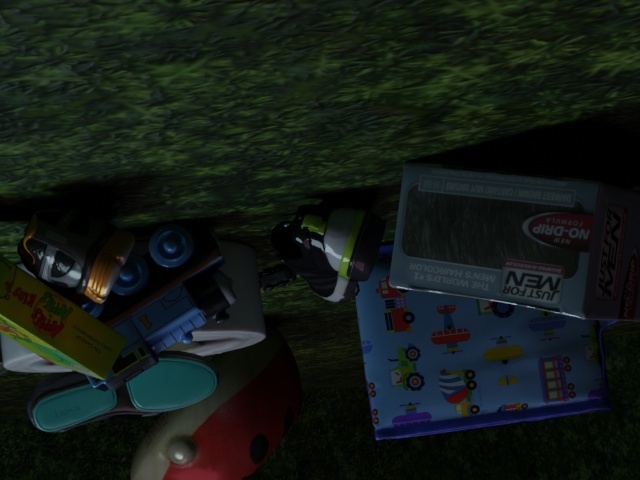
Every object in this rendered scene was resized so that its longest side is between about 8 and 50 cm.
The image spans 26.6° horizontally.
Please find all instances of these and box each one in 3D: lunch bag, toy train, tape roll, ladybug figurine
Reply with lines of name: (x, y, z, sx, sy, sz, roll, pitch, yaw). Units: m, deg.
lunch bag: (0.197, 0.102, 1.564, 0.293, 0.221, 0.138, -9, 171, 8)
toy train: (-0.088, 0.056, 1.659, 0.158, 0.027, 0.036, -17, 177, 42)
toy train: (-0.164, 0.061, 1.283, 0.184, 0.105, 0.080, -32, 174, -6)
tape roll: (-0.203, 0.075, 1.464, 0.286, 0.100, 0.286, -8, 170, -1)
ladybug figurine: (-0.145, 0.285, 2.106, 0.305, 0.162, 0.449, -51, 177, 15)

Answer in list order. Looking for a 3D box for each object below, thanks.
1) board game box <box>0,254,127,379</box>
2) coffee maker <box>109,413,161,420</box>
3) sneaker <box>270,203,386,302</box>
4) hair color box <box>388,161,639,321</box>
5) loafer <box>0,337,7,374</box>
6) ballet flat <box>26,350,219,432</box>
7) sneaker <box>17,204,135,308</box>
board game box: (-0.261, 0.052, 1.145, 0.092, 0.043, 0.181, 10, 157, 48)
coffee maker: (-0.289, 0.213, 2.064, 0.171, 0.120, 0.178, -26, 168, -24)
sneaker: (0.000, 0.000, 1.326, 0.097, 0.084, 0.234, 17, 167, -4)
hair color box: (0.243, 0.009, 1.242, 0.185, 0.113, 0.374, 8, -179, 35)
loafer: (-0.355, 0.099, 1.572, 0.087, 0.094, 0.251, -38, 169, 20)
ballet flat: (-0.211, 0.152, 1.437, 0.203, 0.074, 0.074, -12, 171, -10)
sneaker: (-0.219, 0.007, 1.161, 0.083, 0.084, 0.215, 26, 166, -15)
